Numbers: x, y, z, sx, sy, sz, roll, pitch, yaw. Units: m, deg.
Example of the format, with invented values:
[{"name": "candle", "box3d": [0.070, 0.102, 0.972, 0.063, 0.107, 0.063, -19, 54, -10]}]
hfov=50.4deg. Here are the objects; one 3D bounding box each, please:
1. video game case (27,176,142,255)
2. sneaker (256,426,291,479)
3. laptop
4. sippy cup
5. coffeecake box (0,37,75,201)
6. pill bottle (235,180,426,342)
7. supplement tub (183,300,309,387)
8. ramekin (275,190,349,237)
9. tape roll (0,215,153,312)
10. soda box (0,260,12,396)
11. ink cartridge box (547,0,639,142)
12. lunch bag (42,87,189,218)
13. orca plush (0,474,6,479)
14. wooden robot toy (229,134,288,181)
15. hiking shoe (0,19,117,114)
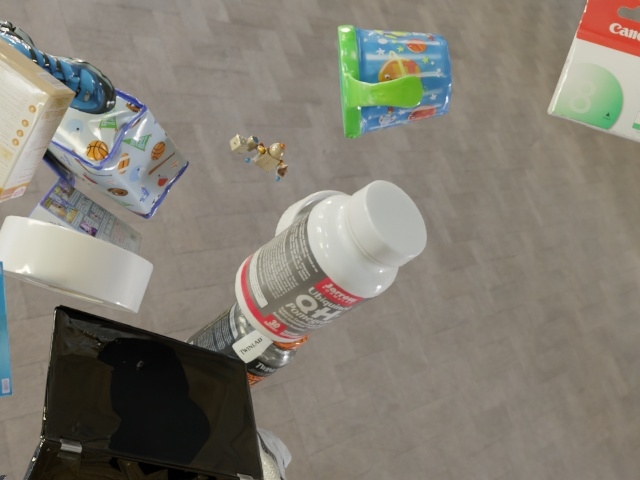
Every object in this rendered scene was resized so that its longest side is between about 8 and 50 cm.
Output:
[{"name": "video game case", "box3d": [-0.536, -0.024, 1.569, 0.244, 0.061, 0.269, 39, 7, -19]}, {"name": "sneaker", "box3d": [-0.113, 0.592, 1.625, 0.365, 0.137, 0.210, 58, 4, 16]}, {"name": "laptop", "box3d": [-0.311, 0.375, 1.122, 0.382, 0.236, 0.407, 24, 86, -31]}, {"name": "sippy cup", "box3d": [0.154, -0.339, 1.427, 0.224, 0.240, 0.305, -4, 57, 1]}, {"name": "coffeecake box", "box3d": [-0.457, -0.170, 0.957, 0.142, 0.185, 0.068, 37, 19, 1]}, {"name": "pill bottle", "box3d": [0.015, 0.034, 1.114, 0.176, 0.318, 0.176, 24, 49, -31]}, {"name": "supplement tub", "box3d": [-0.202, 0.275, 1.770, 0.207, 0.338, 0.207, 37, 31, -27]}, {"name": "ramekin", "box3d": [0.000, 0.000, 1.856, 0.273, 0.127, 0.272, -1, 93, -29]}, {"name": "tape roll", "box3d": [-0.468, 0.049, 1.283, 0.286, 0.286, 0.100, 24, 76, -31]}, {"name": "soda box", "box3d": [-0.531, 0.139, 1.050, 0.067, 0.071, 0.210, 0, 83, -50]}, {"name": "ink cartridge box", "box3d": [0.507, -0.293, 1.139, 0.181, 0.224, 0.056, 18, 13, 3]}, {"name": "lunch bag", "box3d": [-0.580, -0.259, 1.699, 0.386, 0.328, 0.239, 31, 76, 16]}, {"name": "orca plush", "box3d": [-0.734, 0.687, 1.529, 0.151, 0.102, 0.287, -20, 72, -41]}, {"name": "wooden robot toy", "box3d": [-0.116, -0.204, 1.533, 0.173, 0.079, 0.076, 30, 39, -37]}, {"name": "hiking shoe", "box3d": [-0.578, -0.337, 1.404, 0.304, 0.113, 0.132, 26, 29, -7]}]
